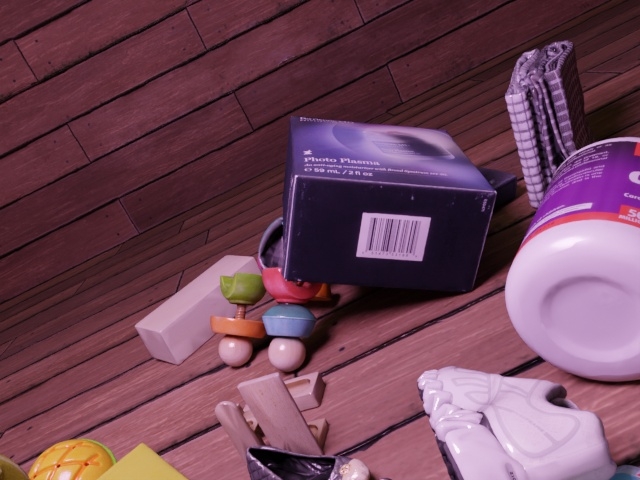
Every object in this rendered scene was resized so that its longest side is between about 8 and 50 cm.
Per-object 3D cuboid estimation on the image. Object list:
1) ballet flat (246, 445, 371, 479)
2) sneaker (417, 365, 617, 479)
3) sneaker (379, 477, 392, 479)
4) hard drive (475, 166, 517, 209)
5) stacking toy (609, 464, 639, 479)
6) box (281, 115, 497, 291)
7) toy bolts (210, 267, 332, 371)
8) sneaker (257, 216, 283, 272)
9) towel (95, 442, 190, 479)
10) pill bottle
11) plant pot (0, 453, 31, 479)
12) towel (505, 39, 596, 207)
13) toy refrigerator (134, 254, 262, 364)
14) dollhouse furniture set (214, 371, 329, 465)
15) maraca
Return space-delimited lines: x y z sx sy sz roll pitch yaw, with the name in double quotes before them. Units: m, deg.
"ballet flat" -0.020 0.261 0.678 0.173 0.049 0.057 -13 23 37
"sneaker" 0.157 0.165 0.529 0.118 0.110 0.292 -22 -2 2
"sneaker" 0.046 0.291 0.469 0.132 0.086 0.228 -34 8 -6
"hard drive" 0.279 -0.092 1.248 0.171 0.054 0.254 -29 18 -9
"stacking toy" 0.245 0.166 0.400 0.221 0.052 0.166 -27 -15 34
"box" 0.087 -0.073 0.995 0.296 0.183 0.294 4 27 -7
"toy bolts" -0.062 0.142 1.029 0.218 0.159 0.228 10 -11 -26
"sneaker" 0.000 0.000 1.158 0.295 0.124 0.178 -26 -15 14
"towel" -0.193 0.325 0.719 0.237 0.021 0.102 12 37 45
"pill bottle" 0.338 -0.003 0.695 0.181 0.182 0.323 -13 23 38
"plant pot" -0.544 0.371 0.707 0.352 0.367 0.366 -8 23 18
"towel" 0.435 -0.227 1.115 0.121 0.235 0.284 -10 24 28
"toy refrigerator" -0.245 0.143 1.280 0.102 0.094 0.269 1 33 44
"dollhouse furniture set" -0.071 0.200 0.800 0.144 0.123 0.151 -20 18 20
"maraca" -0.330 0.345 0.822 0.127 0.099 0.185 -38 46 -26
